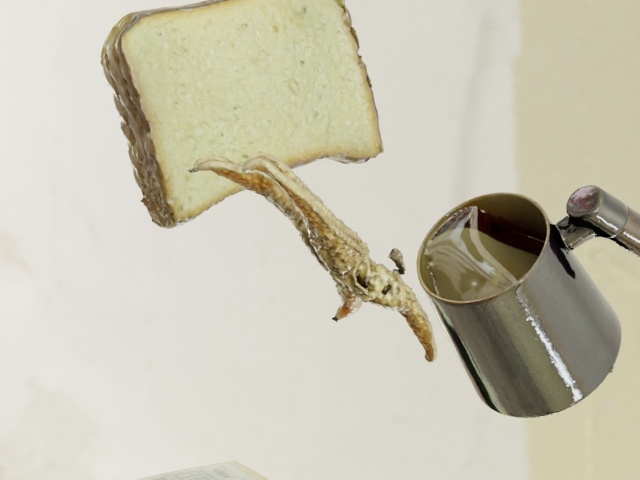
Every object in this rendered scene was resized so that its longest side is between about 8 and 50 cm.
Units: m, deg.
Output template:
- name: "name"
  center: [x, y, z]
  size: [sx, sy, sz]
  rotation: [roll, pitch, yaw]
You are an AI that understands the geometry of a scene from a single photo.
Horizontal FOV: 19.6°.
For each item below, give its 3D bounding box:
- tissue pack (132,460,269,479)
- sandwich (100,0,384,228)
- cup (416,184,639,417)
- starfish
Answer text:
- name: "tissue pack"
  center: [-0.075, 0.254, 1.488]
  size: [0.196, 0.148, 0.092]
  rotation: [24, -64, 52]
- name: "sandwich"
  center: [-0.065, -0.122, 1.539]
  size: [0.065, 0.214, 0.186]
  rotation: [0, -69, 62]
- name: "cup"
  center: [0.218, 0.034, 1.845]
  size: [0.166, 0.239, 0.177]
  rotation: [34, -16, 48]
- name: "starfish"
  center: [0.000, -0.002, 1.320]
  size: [0.138, 0.050, 0.247]
  rotation: [24, -20, 48]
